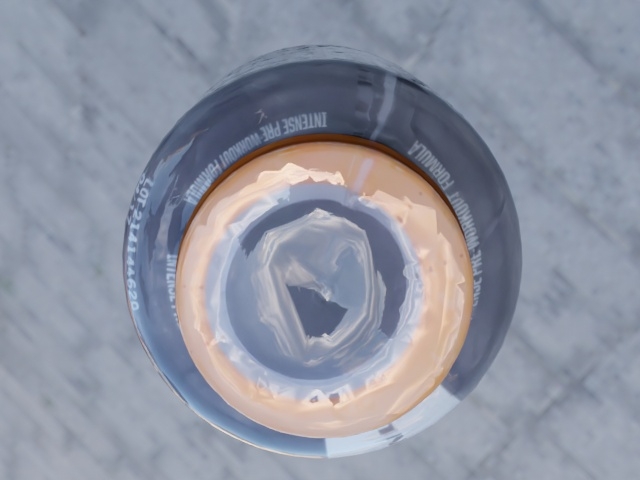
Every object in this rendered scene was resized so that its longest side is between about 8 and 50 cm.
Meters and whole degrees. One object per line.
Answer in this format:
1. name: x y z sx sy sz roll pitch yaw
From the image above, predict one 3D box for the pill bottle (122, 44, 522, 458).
1. pill bottle: 0.000 0.000 0.672 0.130 0.130 0.246 47 -175 -6
